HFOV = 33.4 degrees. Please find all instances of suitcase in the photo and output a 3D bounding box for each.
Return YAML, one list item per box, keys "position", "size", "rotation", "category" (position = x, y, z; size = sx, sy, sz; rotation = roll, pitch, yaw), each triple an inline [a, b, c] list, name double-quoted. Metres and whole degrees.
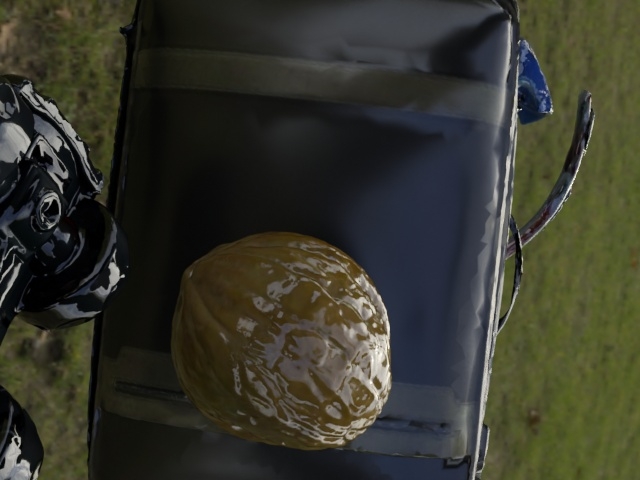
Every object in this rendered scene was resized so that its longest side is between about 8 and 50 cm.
- position: [0.000, 0.000, 0.745]
  size: [0.194, 0.283, 0.434]
  rotation: [-11, 108, -85]
  category: "suitcase"

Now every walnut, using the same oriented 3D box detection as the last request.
- position: [-0.016, 0.051, 0.516]
  size: [0.124, 0.105, 0.105]
  rotation: [48, 51, -25]
  category: "walnut"

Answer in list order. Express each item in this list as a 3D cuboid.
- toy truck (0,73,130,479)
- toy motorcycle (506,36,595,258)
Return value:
- position: [-0.209, 0.024, 0.509]
  size: [0.224, 0.165, 0.147]
  rotation: [-68, 150, -27]
  category: "toy truck"
- position: [0.167, -0.104, 1.228]
  size: [0.241, 0.182, 0.319]
  rotation: [22, 88, -25]
  category: "toy motorcycle"
